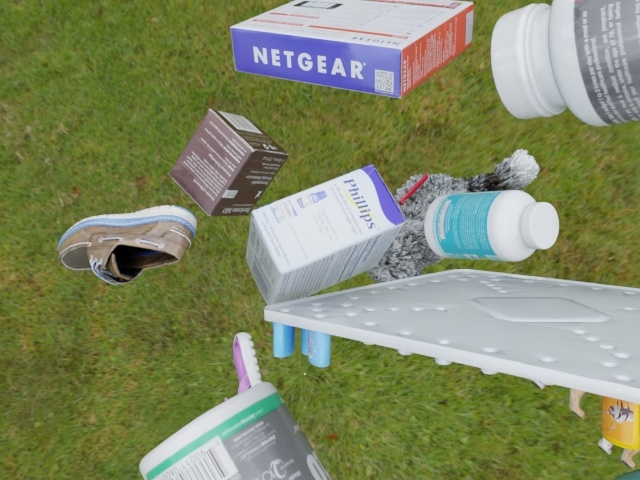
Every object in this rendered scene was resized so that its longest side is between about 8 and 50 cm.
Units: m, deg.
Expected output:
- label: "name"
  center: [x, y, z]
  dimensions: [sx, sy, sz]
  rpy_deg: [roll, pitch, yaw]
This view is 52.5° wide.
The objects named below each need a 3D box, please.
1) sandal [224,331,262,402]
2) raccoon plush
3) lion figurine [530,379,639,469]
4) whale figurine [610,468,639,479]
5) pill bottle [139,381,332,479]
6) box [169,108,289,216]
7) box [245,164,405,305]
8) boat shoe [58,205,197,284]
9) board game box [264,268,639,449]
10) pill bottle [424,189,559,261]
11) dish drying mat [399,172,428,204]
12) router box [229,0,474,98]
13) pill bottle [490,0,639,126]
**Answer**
- label: "sandal"
  center: [-0.211, 0.432, 1.750]
  dimensions: [0.102, 0.169, 0.416]
  rpy_deg: [-2, 39, -16]
- label: "raccoon plush"
  center: [0.274, -0.052, 1.527]
  dimensions: [0.216, 0.446, 0.299]
  rpy_deg: [43, 38, -2]
- label: "lion figurine"
  center: [0.654, 0.323, 1.412]
  dimensions: [0.392, 0.142, 0.240]
  rpy_deg: [44, 83, -13]
- label: "whale figurine"
  center: [0.348, 0.292, 0.524]
  dimensions: [0.272, 0.216, 0.141]
  rpy_deg: [28, 84, 40]
- label: "pill bottle"
  center: [-0.057, 0.384, 0.824]
  dimensions: [0.204, 0.204, 0.361]
  rpy_deg: [-32, 78, -7]
- label: "box"
  center: [-0.223, -0.187, 1.596]
  dimensions: [0.167, 0.168, 0.203]
  rpy_deg: [44, 111, 19]
- label: "box"
  center: [0.000, 0.000, 0.669]
  dimensions: [0.137, 0.126, 0.072]
  rpy_deg: [-22, 73, -17]
- label: "boat shoe"
  center: [-0.227, 0.011, 0.728]
  dimensions: [0.183, 0.066, 0.066]
  rpy_deg: [-15, 49, 24]
- label: "board game box"
  center: [0.212, 0.089, 0.640]
  dimensions: [0.390, 0.390, 0.050]
  rpy_deg: [5, 97, 41]
- label: "pill bottle"
  center: [0.355, -0.030, 1.351]
  dimensions: [0.146, 0.264, 0.146]
  rpy_deg: [-1, 91, -35]
- label: "dish drying mat"
  center: [0.197, -0.107, 1.368]
  dimensions: [0.083, 0.032, 0.008]
  rpy_deg: [-45, 75, -3]
- label: "router box"
  center: [0.062, -0.367, 1.168]
  dimensions: [0.336, 0.082, 0.301]
  rpy_deg: [17, 39, 28]
- label: "pill bottle"
  center: [0.354, -0.217, 0.682]
  dimensions: [0.319, 0.176, 0.176]
  rpy_deg: [-4, 74, 43]
